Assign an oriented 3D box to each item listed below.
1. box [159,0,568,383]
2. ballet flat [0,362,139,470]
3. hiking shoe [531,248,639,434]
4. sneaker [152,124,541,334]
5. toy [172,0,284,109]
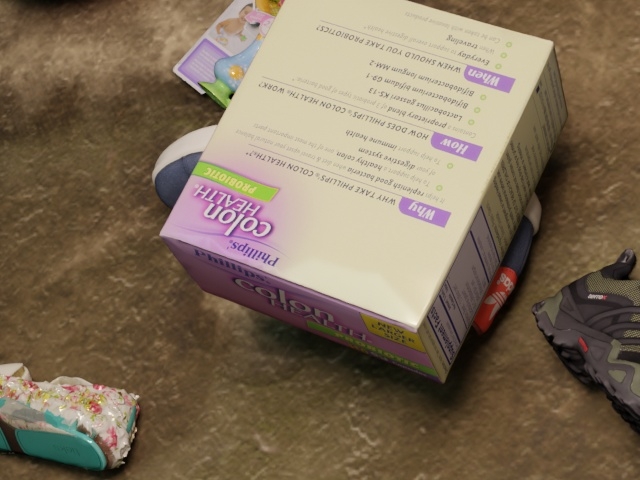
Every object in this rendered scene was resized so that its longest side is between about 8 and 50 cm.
[{"bbox_3d":[0.039,-0.051,1.192,0.214,0.117,0.243,19,71,22],"label":"box"},{"bbox_3d":[-0.263,0.151,1.428,0.241,0.091,0.077,11,45,26],"label":"ballet flat"},{"bbox_3d":[0.249,0.077,1.160,0.114,0.086,0.227,-42,38,-1],"label":"hiking shoe"},{"bbox_3d":[0.000,0.000,1.313,0.350,0.131,0.148,6,69,28],"label":"sneaker"},{"bbox_3d":[-0.027,-0.221,1.460,0.137,0.056,0.237,39,90,31],"label":"toy"}]
